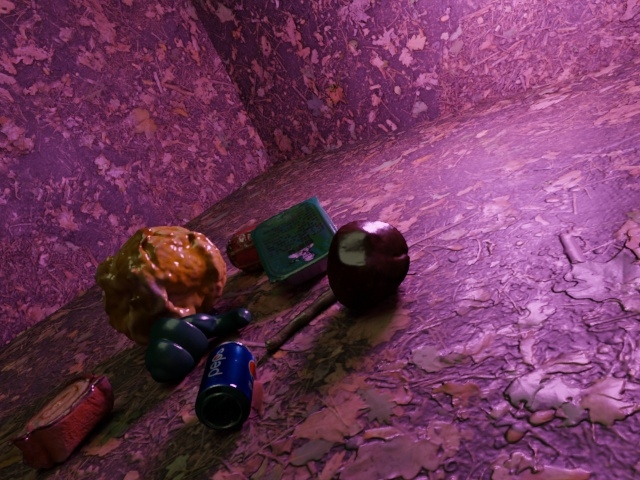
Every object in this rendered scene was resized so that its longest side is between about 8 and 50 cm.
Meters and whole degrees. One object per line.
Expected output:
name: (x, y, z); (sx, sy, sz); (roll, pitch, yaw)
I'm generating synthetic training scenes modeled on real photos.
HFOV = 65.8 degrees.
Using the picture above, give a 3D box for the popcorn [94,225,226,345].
popcorn: (-0.503, 0.137, 1.584); (0.390, 0.344, 0.354); (-46, -3, -32)

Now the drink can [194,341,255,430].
drink can: (-0.206, 0.315, 1.097); (0.118, 0.118, 0.205); (-25, 20, 4)

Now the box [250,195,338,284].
box: (-0.067, 0.018, 1.618); (0.264, 0.106, 0.336); (-28, 39, -2)

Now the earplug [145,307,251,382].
earplug: (-0.349, 0.284, 1.376); (0.258, 0.163, 0.280); (18, 47, 12)

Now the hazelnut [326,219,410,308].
hazelnut: (0.106, 0.055, 1.251); (0.218, 0.218, 0.234); (-6, 27, 45)

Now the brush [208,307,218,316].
brush: (-0.358, 0.250, 1.619); (0.063, 0.016, 0.193); (-35, 20, -20)

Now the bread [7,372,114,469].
bread: (-0.663, 0.469, 1.277); (0.190, 0.123, 0.244); (-13, 22, 38)

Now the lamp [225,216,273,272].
lamp: (-0.212, 0.015, 1.834); (0.274, 0.177, 0.177); (-19, 20, 14)

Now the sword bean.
sword bean: (-0.044, 0.203, 1.311); (0.269, 0.038, 0.043); (-37, -4, -28)
